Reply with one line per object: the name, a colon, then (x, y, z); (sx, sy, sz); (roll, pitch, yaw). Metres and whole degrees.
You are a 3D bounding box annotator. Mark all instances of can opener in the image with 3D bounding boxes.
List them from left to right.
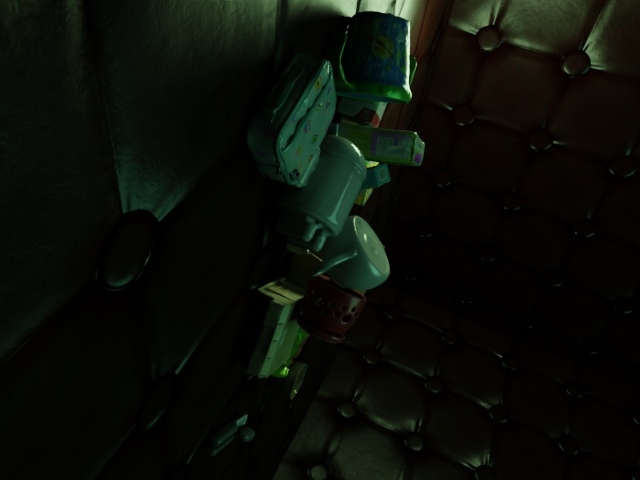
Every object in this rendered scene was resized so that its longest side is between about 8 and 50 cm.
can opener: (-0.305, 0.671, 1.850); (0.074, 0.093, 0.280); (-68, 162, 3)

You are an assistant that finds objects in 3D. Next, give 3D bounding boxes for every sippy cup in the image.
sippy cup: (0.154, -0.518, 1.519); (0.305, 0.239, 0.224); (-52, 150, -76)

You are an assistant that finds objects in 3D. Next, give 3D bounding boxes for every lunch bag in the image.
lunch bag: (-0.061, -0.279, 1.245); (0.224, 0.107, 0.279); (80, 35, -67)

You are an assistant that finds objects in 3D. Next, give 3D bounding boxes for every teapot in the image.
teapot: (0.084, 0.059, 1.670); (0.256, 0.187, 0.253); (46, 24, -34)

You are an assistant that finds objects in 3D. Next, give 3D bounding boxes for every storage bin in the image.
storage bin: (-0.154, 0.280, 1.741); (0.263, 0.123, 0.260); (-70, 166, 10)

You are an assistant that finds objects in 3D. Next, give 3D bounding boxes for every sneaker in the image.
sneaker: (-0.030, -0.049, 1.768); (0.080, 0.094, 0.212); (61, 52, -72)

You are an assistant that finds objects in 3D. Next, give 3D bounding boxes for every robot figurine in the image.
robot figurine: (0.007, -0.149, 1.517); (0.354, 0.199, 0.300); (-65, 153, -13)

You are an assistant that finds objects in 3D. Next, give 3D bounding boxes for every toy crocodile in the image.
toy crocodile: (-0.108, 0.385, 1.997); (0.341, 0.105, 0.115); (-59, -168, 25)

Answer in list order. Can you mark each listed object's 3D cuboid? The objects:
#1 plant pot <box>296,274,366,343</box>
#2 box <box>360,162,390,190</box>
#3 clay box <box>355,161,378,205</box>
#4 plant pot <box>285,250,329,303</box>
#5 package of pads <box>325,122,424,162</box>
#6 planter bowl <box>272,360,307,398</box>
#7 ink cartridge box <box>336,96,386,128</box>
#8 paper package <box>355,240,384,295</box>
plant pot: (0.028, 0.220, 1.692); (0.174, 0.191, 0.191); (-66, 167, 1)
box: (0.091, -0.185, 1.701); (0.100, 0.244, 0.060); (-30, 107, -55)
clay box: (0.218, -0.285, 2.471); (0.127, 0.053, 0.222); (-55, 162, -47)
plant pot: (-0.007, 0.114, 1.922); (0.187, 0.212, 0.212); (-58, 172, 24)
package of pads: (0.176, -0.306, 1.732); (0.229, 0.296, 0.101); (-13, 112, -73)
planter bowl: (-0.140, 0.587, 2.310); (0.162, 0.109, 0.162); (21, 90, -77)
ink cartridge box: (0.149, -0.468, 1.734); (0.127, 0.128, 0.176); (5, 107, -77)
paper package: (0.119, 0.109, 2.354); (0.325, 0.168, 0.309); (-66, 155, -8)
